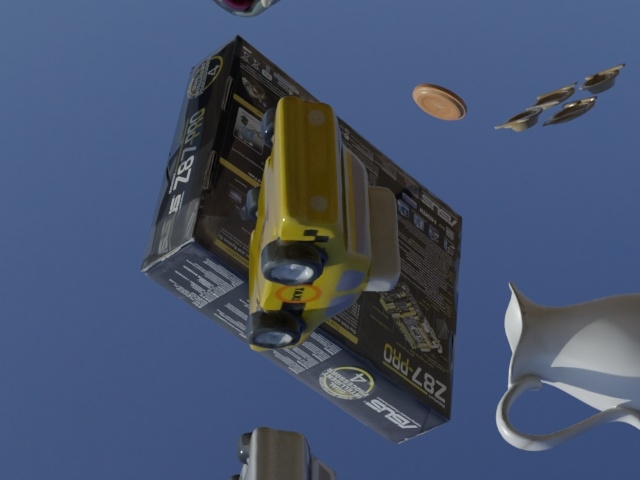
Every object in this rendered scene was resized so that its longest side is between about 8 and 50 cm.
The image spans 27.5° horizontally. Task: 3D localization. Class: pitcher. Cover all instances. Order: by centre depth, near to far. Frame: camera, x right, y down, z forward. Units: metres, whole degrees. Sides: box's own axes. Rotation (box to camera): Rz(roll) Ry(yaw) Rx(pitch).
[{"bbox_3d":[0.277,0.131,1.267,0.207,0.125,0.178,7,-121,9],"label":"pitcher"}]

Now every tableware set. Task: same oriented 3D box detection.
[{"bbox_3d":[0.309,-0.178,1.681,0.141,0.020,0.168,-13,-162,43],"label":"tableware set"}]

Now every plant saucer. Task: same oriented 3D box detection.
[{"bbox_3d":[0.172,-0.199,1.902,0.083,0.083,0.013,18,-110,21],"label":"plant saucer"}]

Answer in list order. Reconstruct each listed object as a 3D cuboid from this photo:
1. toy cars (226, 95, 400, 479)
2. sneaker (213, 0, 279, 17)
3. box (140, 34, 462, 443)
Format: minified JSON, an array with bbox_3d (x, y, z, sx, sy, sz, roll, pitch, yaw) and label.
[{"bbox_3d":[-0.007,0.094,0.815,0.087,0.394,0.176,3,-158,-7],"label":"toy cars"},{"bbox_3d":[-0.090,-0.302,1.412,0.111,0.103,0.252,-54,-157,-11],"label":"sneaker"},{"bbox_3d":[0.000,0.000,1.480,0.395,0.097,0.318,36,-140,-30],"label":"box"}]
